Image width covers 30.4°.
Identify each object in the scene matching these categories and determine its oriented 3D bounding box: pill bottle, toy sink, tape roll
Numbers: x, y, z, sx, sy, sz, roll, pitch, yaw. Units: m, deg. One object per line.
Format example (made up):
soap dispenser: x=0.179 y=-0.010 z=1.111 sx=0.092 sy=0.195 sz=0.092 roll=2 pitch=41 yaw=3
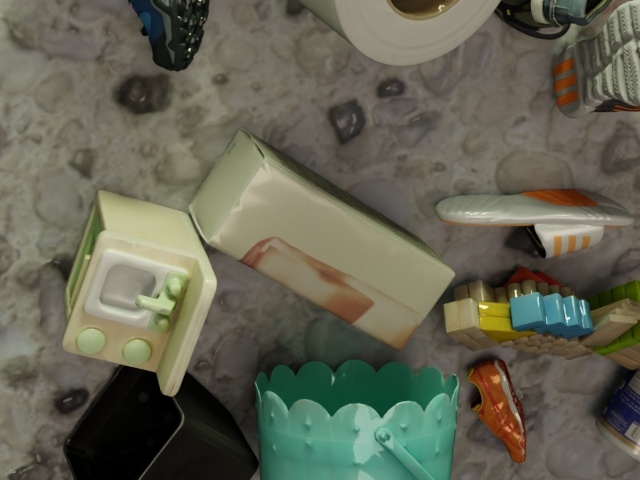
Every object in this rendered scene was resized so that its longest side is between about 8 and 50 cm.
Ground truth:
pill bottle: x=0.493 y=0.222 z=1.707 sx=0.112 sy=0.112 sz=0.186 roll=27 pitch=102 yaw=-22
toy sink: x=-0.223 y=0.057 z=1.386 sx=0.131 sy=0.234 sz=0.152 roll=15 pitch=107 yaw=-20
tape roll: x=0.078 y=-0.337 z=1.304 sx=0.246 sy=0.169 sz=0.246 roll=-20 pitch=133 yaw=-23

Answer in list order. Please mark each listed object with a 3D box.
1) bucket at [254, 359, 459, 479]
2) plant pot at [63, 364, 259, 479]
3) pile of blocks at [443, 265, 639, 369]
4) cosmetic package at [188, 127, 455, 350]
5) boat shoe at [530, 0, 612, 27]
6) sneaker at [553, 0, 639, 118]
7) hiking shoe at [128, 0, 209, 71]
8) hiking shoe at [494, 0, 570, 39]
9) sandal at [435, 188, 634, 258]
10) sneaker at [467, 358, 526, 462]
bucket: x=0.046 y=0.263 z=1.495 sx=0.281 sy=0.281 sz=0.183 roll=-1 pitch=96 yaw=-14
plant pot: x=-0.195 y=0.275 z=1.518 sx=0.167 sy=0.188 sz=0.187 roll=31 pitch=100 yaw=-36
pile of blocks: x=0.338 y=0.086 z=1.603 sx=0.362 sy=0.112 sz=0.149 roll=8 pitch=151 yaw=-20
cosmetic package: x=0.000 y=0.000 z=1.469 sx=0.296 sy=0.153 sz=0.129 roll=31 pitch=99 yaw=-22
boat shoe: x=0.351 y=-0.335 z=1.414 sx=0.254 sy=0.079 sz=0.095 roll=-39 pitch=137 yaw=-33
sneaker: x=0.425 y=-0.219 z=1.415 sx=0.180 sy=0.321 sz=0.124 roll=-5 pitch=93 yaw=-15
hiking shoe: x=-0.208 y=-0.336 z=1.326 sx=0.132 sy=0.113 sz=0.304 roll=2 pitch=121 yaw=17
hiking shoe: x=0.238 y=-0.323 z=1.424 sx=0.086 sy=0.114 sz=0.227 roll=-43 pitch=115 yaw=5
sandal: x=0.281 y=-0.018 z=1.571 sx=0.265 sy=0.102 sz=0.076 roll=0 pitch=112 yaw=-6
sneaker: x=0.255 y=0.245 z=1.691 sx=0.067 sy=0.064 sz=0.175 roll=-17 pitch=110 yaw=14
